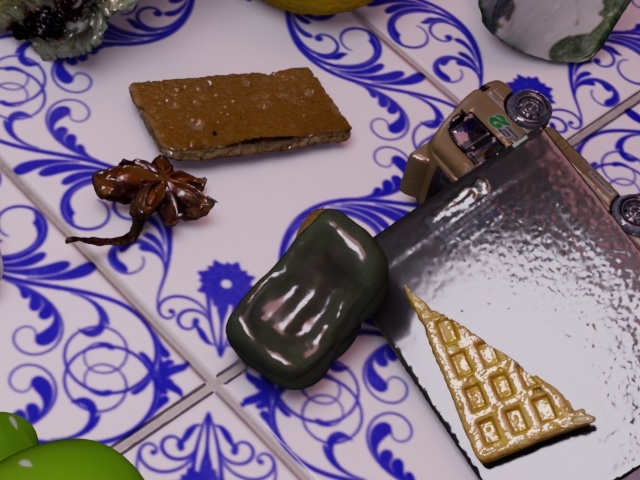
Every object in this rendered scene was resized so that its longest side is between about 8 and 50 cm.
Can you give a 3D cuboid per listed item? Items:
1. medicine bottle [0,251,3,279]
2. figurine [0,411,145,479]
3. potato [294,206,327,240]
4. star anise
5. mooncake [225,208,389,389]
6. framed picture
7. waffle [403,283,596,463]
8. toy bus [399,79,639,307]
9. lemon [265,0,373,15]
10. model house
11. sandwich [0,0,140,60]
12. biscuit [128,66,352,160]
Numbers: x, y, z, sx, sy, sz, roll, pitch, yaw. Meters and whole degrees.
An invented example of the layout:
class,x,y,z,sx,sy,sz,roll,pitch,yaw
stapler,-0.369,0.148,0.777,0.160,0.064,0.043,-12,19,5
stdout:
class,x,y,z,sx,sy,sz,roll,pitch,yaw
medicine bottle,-0.368,-0.034,1.378,0.102,0.103,0.187,-6,54,-20
figurine,-0.242,0.216,1.188,0.263,0.143,0.162,34,18,29
potato,0.000,0.000,1.492,0.051,0.040,0.083,15,47,13
star anise,-0.187,-0.036,1.446,0.097,0.070,0.190,46,35,19
mooncake,-0.009,0.057,1.364,0.104,0.175,0.168,40,27,17
framed picture,0.206,0.083,1.392,0.255,0.014,0.339,-35,69,1
waffle,0.169,0.106,1.366,0.125,0.032,0.191,-22,71,8
toy bus,0.224,-0.022,1.511,0.157,0.139,0.289,-31,68,-26
lemon,-0.010,-0.386,1.669,0.267,0.267,0.267,8,50,-9
model house,0.276,-0.407,1.780,0.190,0.271,0.301,11,32,-25
sandwich,-0.237,-0.343,1.555,0.131,0.325,0.262,42,12,-29
biscuit,-0.088,-0.139,1.576,0.230,0.025,0.131,-8,45,-26
